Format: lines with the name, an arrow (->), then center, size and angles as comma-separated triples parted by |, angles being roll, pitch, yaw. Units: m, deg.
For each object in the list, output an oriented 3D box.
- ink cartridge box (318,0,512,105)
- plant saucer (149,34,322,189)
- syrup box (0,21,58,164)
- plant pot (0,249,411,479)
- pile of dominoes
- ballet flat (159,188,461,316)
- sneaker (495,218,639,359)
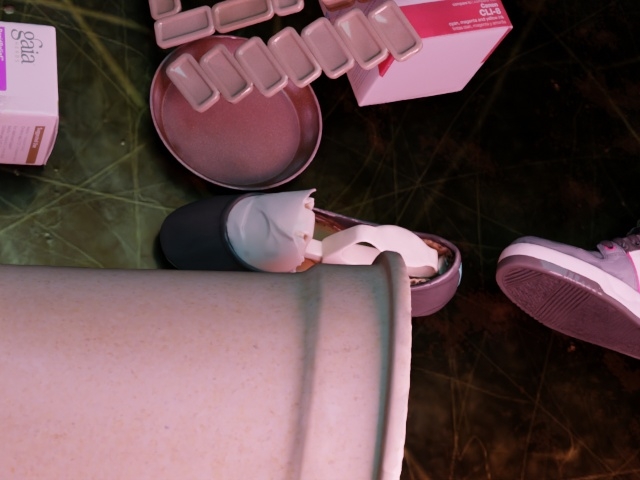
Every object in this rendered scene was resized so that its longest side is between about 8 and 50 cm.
ink cartridge box -> 0.084, -0.248, 1.257 | 0.127, 0.128, 0.176 | -12, 71, -24
plant saucer -> -0.082, -0.118, 1.188 | 0.168, 0.029, 0.168 | 9, 62, -18
syrup box -> -0.345, -0.129, 1.053 | 0.237, 0.096, 0.093 | 1, 65, -19
plant pot -> -0.118, 0.149, 0.904 | 0.305, 0.334, 0.334 | 9, 62, -4
pile of dominoes -> -0.035, -0.223, 1.170 | 0.251, 0.040, 0.196 | -14, 72, 11
ballet flat -> 0.000, 0.000, 1.123 | 0.280, 0.096, 0.095 | 10, 63, -16
sneaker -> 0.314, 0.009, 1.221 | 0.295, 0.124, 0.178 | 22, 64, -19
